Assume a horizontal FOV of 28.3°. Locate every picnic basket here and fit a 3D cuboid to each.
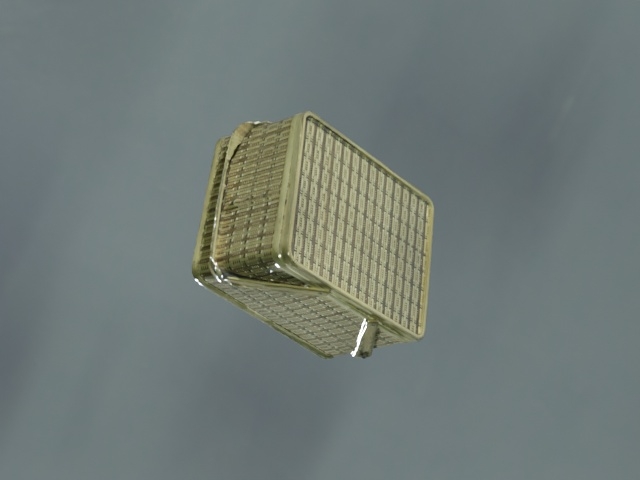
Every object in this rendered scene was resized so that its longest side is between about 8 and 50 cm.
[{"bbox_3d":[0.000,0.000,0.839,0.079,0.164,0.115,-13,59,37],"label":"picnic basket"}]
